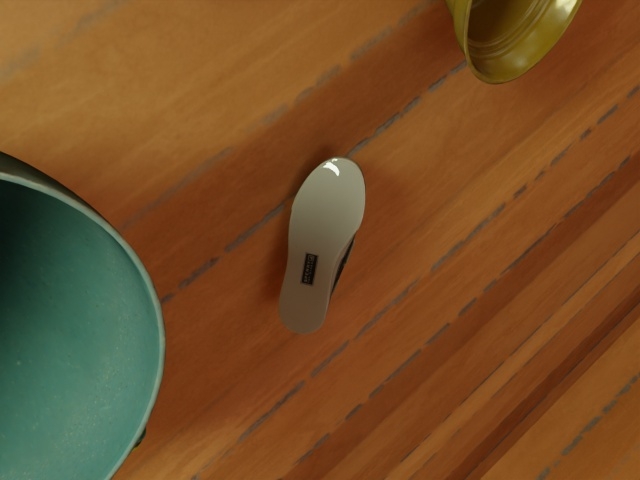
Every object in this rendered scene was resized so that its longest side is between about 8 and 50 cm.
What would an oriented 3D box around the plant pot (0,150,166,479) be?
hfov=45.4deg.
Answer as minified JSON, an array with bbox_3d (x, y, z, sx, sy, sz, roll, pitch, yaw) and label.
[{"bbox_3d":[-0.269,0.049,0.470,0.290,0.195,0.290,-20,128,-27],"label":"plant pot"}]

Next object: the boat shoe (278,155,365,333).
[{"bbox_3d":[0.000,0.000,0.881,0.070,0.077,0.219,-61,170,-65],"label":"boat shoe"}]

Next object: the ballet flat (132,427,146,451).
[{"bbox_3d":[-0.272,0.177,0.735,0.077,0.077,0.231,-35,147,16],"label":"ballet flat"}]

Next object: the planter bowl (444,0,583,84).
[{"bbox_3d":[0.194,-0.283,0.807,0.217,0.090,0.217,-30,141,-28],"label":"planter bowl"}]
